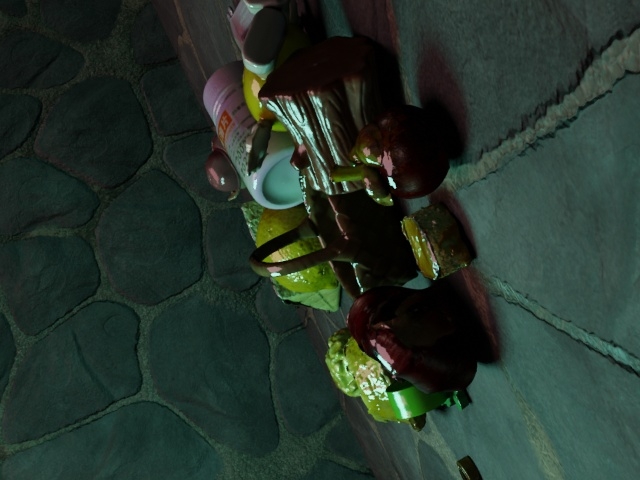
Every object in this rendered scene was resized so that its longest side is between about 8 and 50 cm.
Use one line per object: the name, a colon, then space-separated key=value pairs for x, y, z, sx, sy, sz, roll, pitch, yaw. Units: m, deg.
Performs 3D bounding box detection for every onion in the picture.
onion: x=0.188 y=0.166 z=1.453 sx=0.272 sy=0.195 sz=0.272 roll=24 pitch=-172 yaw=-4

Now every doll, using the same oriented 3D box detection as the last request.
doll: x=-0.087 y=-0.331 z=1.524 sx=0.348 sy=0.161 sz=0.423 roll=-66 pitch=-14 yaw=-45
doll: x=-0.232 y=-0.251 z=2.326 sx=0.152 sy=0.256 sz=0.196 roll=96 pitch=148 yaw=-79

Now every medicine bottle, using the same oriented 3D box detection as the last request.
medicine bottle: x=-0.148 y=-0.280 z=1.962 sx=0.388 sy=0.219 sz=0.219 roll=58 pitch=167 yaw=35

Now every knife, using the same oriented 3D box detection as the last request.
knife: x=-0.190 y=-0.588 z=1.987 sx=0.132 sy=0.038 sz=0.398 roll=65 pitch=168 yaw=-6

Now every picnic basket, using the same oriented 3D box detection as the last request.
picnic basket: x=0.000 y=0.000 z=1.615 sx=0.337 sy=0.337 sz=0.293 roll=69 pitch=169 yaw=-15

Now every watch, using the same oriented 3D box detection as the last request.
watch: x=0.225 y=0.329 z=1.688 sx=0.165 sy=0.152 sz=0.131 roll=167 pitch=82 yaw=-80

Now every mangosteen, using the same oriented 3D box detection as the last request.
mangosteen: x=0.112 y=-0.121 z=1.172 sx=0.146 sy=0.181 sz=0.156 roll=36 pitch=151 yaw=62

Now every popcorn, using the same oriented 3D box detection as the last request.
popcorn: x=0.116 y=0.351 z=2.172 sx=0.235 sy=0.181 sz=0.217 roll=-121 pitch=10 yaw=-52

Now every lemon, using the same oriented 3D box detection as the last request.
lemon: x=-0.044 y=0.007 z=2.024 sx=0.267 sy=0.267 sz=0.267 roll=61 pitch=168 yaw=22

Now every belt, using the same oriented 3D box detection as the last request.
belt: x=0.362 y=0.569 z=1.850 sx=0.083 sy=0.036 sz=0.059 roll=64 pitch=168 yaw=1

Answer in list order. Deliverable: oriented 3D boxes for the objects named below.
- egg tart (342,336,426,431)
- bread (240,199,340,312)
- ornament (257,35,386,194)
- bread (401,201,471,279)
egg tart: x=0.151 y=0.338 z=1.925 sx=0.345 sy=0.132 sz=0.345 roll=-25 pitch=-90 yaw=-87
bread: x=-0.088 y=0.069 z=2.461 sx=0.405 sy=0.242 sz=0.346 roll=108 pitch=140 yaw=-69
ornament: x=0.025 y=-0.209 z=1.332 sx=0.235 sy=0.221 sz=0.217 roll=29 pitch=148 yaw=52
bread: x=0.198 y=0.001 z=1.323 sx=0.140 sy=0.069 sz=0.128 roll=163 pitch=84 yaw=-83
